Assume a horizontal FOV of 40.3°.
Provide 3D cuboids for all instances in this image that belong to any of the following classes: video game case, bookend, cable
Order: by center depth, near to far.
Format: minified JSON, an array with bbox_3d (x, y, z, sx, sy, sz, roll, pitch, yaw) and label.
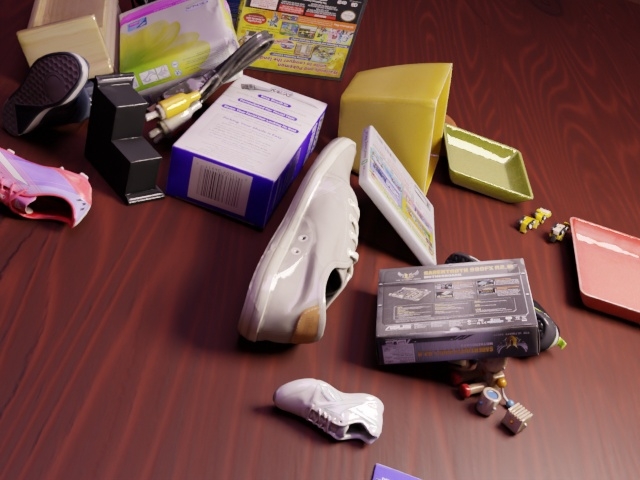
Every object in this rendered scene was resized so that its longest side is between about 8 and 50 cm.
[{"bbox_3d":[-0.314,-0.169,1.435,0.072,0.157,0.156,-15,46,-39],"label":"bookend"},{"bbox_3d":[0.137,-0.078,1.534,0.212,0.023,0.193,50,25,-25],"label":"video game case"},{"bbox_3d":[-0.197,-0.270,1.586,0.287,0.139,0.072,-32,78,-11],"label":"cable"},{"bbox_3d":[-0.048,-0.481,1.911,0.275,0.248,0.035,3,38,-22],"label":"video game case"}]

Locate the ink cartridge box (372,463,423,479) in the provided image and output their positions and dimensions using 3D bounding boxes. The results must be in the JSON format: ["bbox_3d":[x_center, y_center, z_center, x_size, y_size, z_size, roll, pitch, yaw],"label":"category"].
[{"bbox_3d":[0.147,0.359,1.022,0.206,0.045,0.208,20,33,2],"label":"ink cartridge box"}]

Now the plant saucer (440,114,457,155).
[{"bbox_3d":[0.220,-0.254,1.913,0.200,0.037,0.200,13,34,-9],"label":"plant saucer"}]

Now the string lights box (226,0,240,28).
[{"bbox_3d":[-0.186,-0.582,1.976,0.133,0.259,0.076,1,38,-26],"label":"string lights box"}]

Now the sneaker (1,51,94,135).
[{"bbox_3d":[-0.419,-0.260,1.478,0.163,0.226,0.086,-24,90,-51],"label":"sneaker"}]

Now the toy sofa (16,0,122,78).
[{"bbox_3d":[-0.487,-0.422,1.740,0.150,0.177,0.362,-12,39,-1],"label":"toy sofa"}]

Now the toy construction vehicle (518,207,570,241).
[{"bbox_3d":[0.440,-0.026,1.712,0.086,0.035,0.098,22,30,25],"label":"toy construction vehicle"}]

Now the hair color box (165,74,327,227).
[{"bbox_3d":[-0.125,-0.170,1.572,0.185,0.110,0.339,20,36,6],"label":"hair color box"}]

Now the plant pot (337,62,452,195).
[{"bbox_3d":[0.140,-0.228,1.710,0.187,0.212,0.212,11,33,12],"label":"plant pot"}]

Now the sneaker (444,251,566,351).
[{"bbox_3d":[0.298,0.109,1.435,0.235,0.084,0.097,43,17,29],"label":"sneaker"}]

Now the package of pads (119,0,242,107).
[{"bbox_3d":[-0.278,-0.390,1.732,0.229,0.101,0.296,-18,40,2],"label":"package of pads"}]

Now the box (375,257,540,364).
[{"bbox_3d":[0.200,0.104,1.305,0.231,0.056,0.183,-5,29,8],"label":"box"}]

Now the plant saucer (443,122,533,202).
[{"bbox_3d":[0.334,-0.151,1.803,0.188,0.045,0.188,18,36,-11],"label":"plant saucer"}]

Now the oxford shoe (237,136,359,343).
[{"bbox_3d":[0.000,0.000,1.347,0.130,0.169,0.449,18,41,4],"label":"oxford shoe"}]

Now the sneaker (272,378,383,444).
[{"bbox_3d":[0.012,0.224,1.137,0.152,0.053,0.061,14,37,-9],"label":"sneaker"}]

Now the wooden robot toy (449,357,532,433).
[{"bbox_3d":[0.244,0.194,1.267,0.076,0.079,0.173,-4,40,-30],"label":"wooden robot toy"}]

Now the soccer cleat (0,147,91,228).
[{"bbox_3d":[-0.471,-0.084,1.314,0.248,0.083,0.095,15,39,-11],"label":"soccer cleat"}]

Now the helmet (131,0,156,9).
[{"bbox_3d":[-0.337,-0.551,1.951,0.161,0.169,0.169,-22,49,-23],"label":"helmet"}]

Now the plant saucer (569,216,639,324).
[{"bbox_3d":[0.585,0.077,1.620,0.258,0.047,0.259,18,33,-1],"label":"plant saucer"}]
